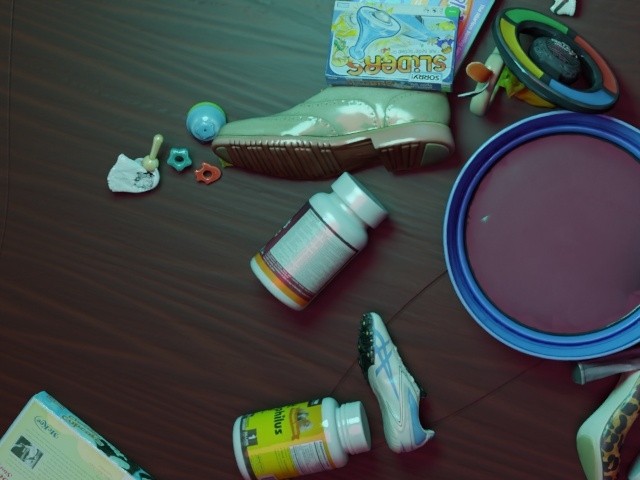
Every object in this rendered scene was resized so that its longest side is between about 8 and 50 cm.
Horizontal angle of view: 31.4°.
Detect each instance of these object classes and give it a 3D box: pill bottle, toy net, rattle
[{"bbox_3d":[-0.029,0.328,1.884,0.215,0.117,0.117,-13,90,9],"label":"pill bottle"},{"bbox_3d":[-0.251,-0.137,1.940,0.232,0.045,0.122,-26,117,12],"label":"toy net"},{"bbox_3d":[0.299,-0.232,1.767,0.143,0.200,0.130,41,98,5],"label":"rattle"},{"bbox_3d":[0.000,0.000,1.863,0.121,0.121,0.221,45,98,4],"label":"pill bottle"}]

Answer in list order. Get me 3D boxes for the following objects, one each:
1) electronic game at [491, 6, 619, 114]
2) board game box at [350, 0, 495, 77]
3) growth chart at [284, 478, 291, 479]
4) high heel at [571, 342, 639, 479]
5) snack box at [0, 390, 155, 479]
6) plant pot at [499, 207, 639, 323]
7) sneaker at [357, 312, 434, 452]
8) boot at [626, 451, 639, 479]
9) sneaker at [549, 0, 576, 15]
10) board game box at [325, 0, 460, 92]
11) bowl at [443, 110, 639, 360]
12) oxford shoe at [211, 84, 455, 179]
[{"bbox_3d":[0.363,-0.279,1.754,0.229,0.229,0.048,39,128,5],"label":"electronic game"},{"bbox_3d":[0.163,-0.379,1.859,0.210,0.047,0.160,28,96,6],"label":"board game box"},{"bbox_3d":[0.005,0.536,1.937,0.237,0.021,0.172,28,97,6],"label":"growth chart"},{"bbox_3d":[0.508,0.292,1.828,0.186,0.093,0.261,-12,104,-12],"label":"high heel"},{"bbox_3d":[-0.420,0.435,1.977,0.322,0.060,0.187,38,97,5],"label":"snack box"},{"bbox_3d":[0.410,0.064,1.849,0.236,0.032,0.236,1,93,9],"label":"plant pot"},{"bbox_3d":[0.122,0.230,1.883,0.086,0.085,0.237,-16,86,-17],"label":"sneaker"},{"bbox_3d":[0.614,0.319,1.807,0.123,0.095,0.258,36,106,0],"label":"boot"},{"bbox_3d":[0.389,-0.416,1.826,0.044,0.040,0.109,2,92,11],"label":"sneaker"},{"bbox_3d":[0.115,-0.308,1.805,0.201,0.035,0.136,4,73,9],"label":"board game box"},{"bbox_3d":[0.390,-0.008,1.794,0.391,0.077,0.391,0,93,9],"label":"bowl"},{"bbox_3d":[0.019,-0.191,1.865,0.397,0.140,0.146,-2,71,6],"label":"oxford shoe"}]
